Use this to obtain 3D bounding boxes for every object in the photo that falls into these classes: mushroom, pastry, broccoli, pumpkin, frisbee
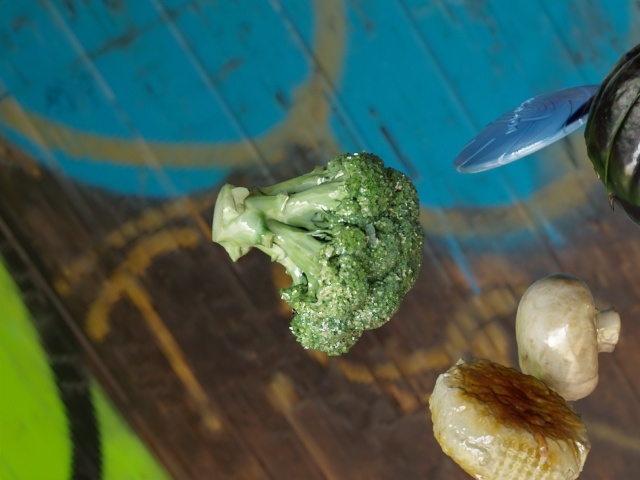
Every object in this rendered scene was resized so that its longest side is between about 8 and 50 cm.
[{"bbox_3d":[0.316,0.124,2.182,0.127,0.166,0.166,3,20,1],"label":"mushroom"},{"bbox_3d":[0.223,0.224,2.042,0.182,0.192,0.093,-97,28,-59],"label":"pastry"},{"bbox_3d":[0.000,0.000,2.101,0.270,0.270,0.270,-163,90,-78],"label":"broccoli"},{"bbox_3d":[0.420,-0.113,1.693,0.296,0.296,0.296,-30,16,10],"label":"pumpkin"},{"bbox_3d":[0.283,-0.163,2.310,0.242,0.045,0.242,-27,12,6],"label":"frisbee"}]
